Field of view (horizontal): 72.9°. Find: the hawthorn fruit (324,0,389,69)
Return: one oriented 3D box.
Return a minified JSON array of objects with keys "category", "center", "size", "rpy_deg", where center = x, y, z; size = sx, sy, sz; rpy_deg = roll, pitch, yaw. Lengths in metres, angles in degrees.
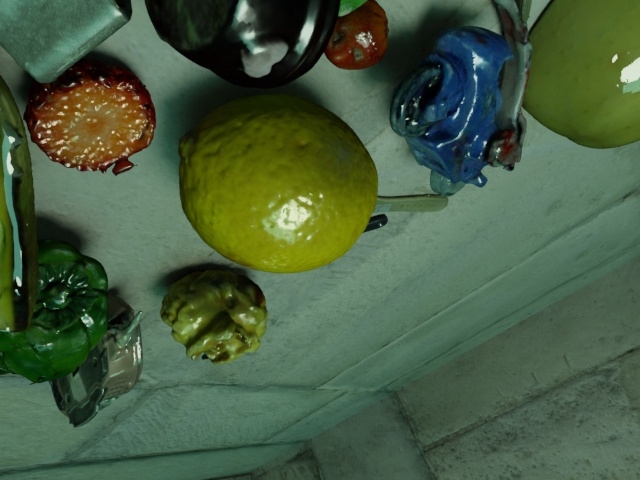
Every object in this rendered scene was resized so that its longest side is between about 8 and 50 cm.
[{"category":"hawthorn fruit","center":[0.041,-0.259,0.549],"size":[0.093,0.093,0.093],"rpy_deg":[-16,146,-11]}]

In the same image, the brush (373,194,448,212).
[{"category":"brush","center":[0.138,-0.075,0.909],"size":[0.337,0.020,0.085],"rpy_deg":[-4,142,-26]}]

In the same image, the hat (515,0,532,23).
[{"category":"hat","center":[0.174,-0.357,0.438],"size":[0.110,0.251,0.252],"rpy_deg":[11,155,24]}]

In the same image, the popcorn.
[{"category":"popcorn","center":[-0.209,0.155,0.872],"size":[0.218,0.189,0.169],"rpy_deg":[4,135,-37]}]

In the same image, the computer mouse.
[{"category":"computer mouse","center":[-0.426,0.226,0.868],"size":[0.389,0.199,0.115],"rpy_deg":[-42,162,28]}]

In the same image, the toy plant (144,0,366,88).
[{"category":"toy plant","center":[-0.044,-0.251,0.432],"size":[0.218,0.175,0.235],"rpy_deg":[-38,178,35]}]

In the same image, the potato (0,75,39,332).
[{"category":"potato","center":[-0.421,-0.100,0.418],"size":[0.331,0.212,0.280],"rpy_deg":[18,112,-33]}]

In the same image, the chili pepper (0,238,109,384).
[{"category":"chili pepper","center":[-0.463,0.120,0.702],"size":[0.385,0.213,0.167],"rpy_deg":[-25,-164,39]}]

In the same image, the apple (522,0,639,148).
[{"category":"apple","center":[0.523,-0.335,0.713],"size":[0.360,0.312,0.320],"rpy_deg":[-52,-178,38]}]

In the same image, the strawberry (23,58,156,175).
[{"category":"strawberry","center":[-0.266,-0.149,0.506],"size":[0.145,0.086,0.145],"rpy_deg":[-15,148,-10]}]

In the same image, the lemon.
[{"category":"lemon","center":[-0.054,-0.074,0.597],"size":[0.268,0.267,0.267],"rpy_deg":[-16,146,-11]}]

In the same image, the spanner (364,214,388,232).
[{"category":"spanner","center":[0.000,0.000,0.935],"size":[0.316,0.024,0.087],"rpy_deg":[-16,148,-13]}]

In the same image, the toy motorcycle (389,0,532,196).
[{"category":"toy motorcycle","center":[0.213,-0.213,0.667],"size":[0.182,0.240,0.319],"rpy_deg":[8,167,30]}]

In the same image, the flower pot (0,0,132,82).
[{"category":"flower pot","center":[-0.272,-0.252,0.344],"size":[0.108,0.103,0.229],"rpy_deg":[-30,144,7]}]
